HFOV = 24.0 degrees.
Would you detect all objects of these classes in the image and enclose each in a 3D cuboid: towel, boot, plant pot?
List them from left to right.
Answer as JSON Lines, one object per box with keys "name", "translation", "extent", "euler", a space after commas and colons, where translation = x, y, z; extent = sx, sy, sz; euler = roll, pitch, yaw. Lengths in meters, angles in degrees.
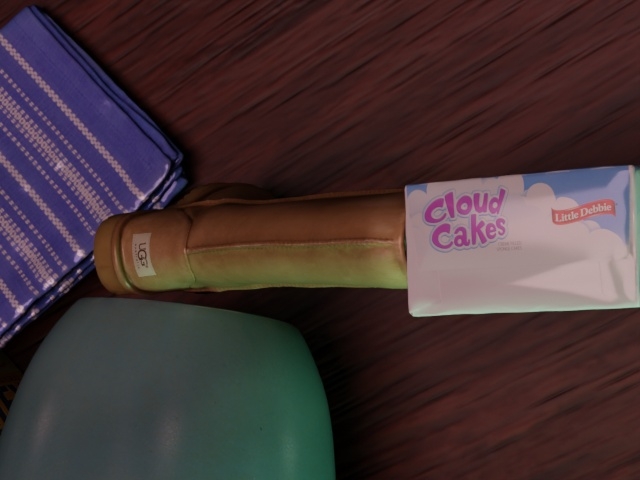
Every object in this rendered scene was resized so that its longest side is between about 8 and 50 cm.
{"name": "towel", "translation": [-0.309, -0.032, 1.336], "extent": [0.336, 0.040, 0.243], "euler": [-42, 70, -4]}
{"name": "plant pot", "translation": [-0.122, 0.172, 1.201], "extent": [0.293, 0.293, 0.235], "euler": [2, 80, 28]}
{"name": "boot", "translation": [0.000, 0.000, 1.134], "extent": [0.269, 0.236, 0.089], "euler": [-4, 100, 31]}

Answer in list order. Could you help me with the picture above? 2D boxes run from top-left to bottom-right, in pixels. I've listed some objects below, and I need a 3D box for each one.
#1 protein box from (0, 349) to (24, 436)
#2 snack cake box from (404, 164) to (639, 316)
{"name": "protein box", "translation": [-0.338, 0.236, 1.393], "extent": [0.200, 0.136, 0.201], "euler": [45, 113, 19]}
{"name": "snack cake box", "translation": [0.180, -0.004, 1.027], "extent": [0.152, 0.264, 0.089], "euler": [-2, 92, 28]}
